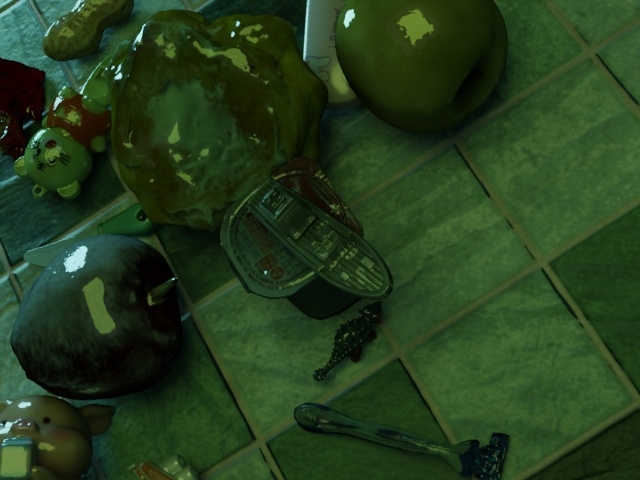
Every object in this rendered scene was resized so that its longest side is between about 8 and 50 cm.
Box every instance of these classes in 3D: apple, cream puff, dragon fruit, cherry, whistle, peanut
[{"bbox_3d":[0.152,-0.290,1.722,0.262,0.262,0.262,-6,69,16],"label":"apple"},{"bbox_3d":[-0.157,-0.209,1.804,0.378,0.275,0.378,3,101,17],"label":"cream puff"},{"bbox_3d":[-0.557,-0.228,2.041,0.092,0.122,0.192,-38,59,46],"label":"dragon fruit"},{"bbox_3d":[-0.332,0.118,1.741,0.296,0.218,0.255,-20,70,14],"label":"cherry"},{"bbox_3d":[-0.417,-0.196,1.949,0.131,0.106,0.288,25,79,17],"label":"whistle"},{"bbox_3d":[-0.414,-0.391,2.036,0.193,0.089,0.089,-45,64,-2],"label":"peanut"}]

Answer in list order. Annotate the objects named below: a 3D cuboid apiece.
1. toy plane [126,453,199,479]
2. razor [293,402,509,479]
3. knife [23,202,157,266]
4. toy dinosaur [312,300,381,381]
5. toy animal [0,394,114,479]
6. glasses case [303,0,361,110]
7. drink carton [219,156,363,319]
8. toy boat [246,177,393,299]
[{"bbox_3d":[-0.219,0.430,1.645,0.245,0.117,0.244,-7,67,16],"label":"toy plane"},{"bbox_3d":[0.103,0.282,1.633,0.324,0.056,0.093,12,76,22],"label":"razor"},{"bbox_3d":[-0.386,0.004,1.911,0.260,0.034,0.063,-22,72,16],"label":"knife"},{"bbox_3d":[0.044,0.152,1.700,0.049,0.055,0.154,37,82,22],"label":"toy dinosaur"},{"bbox_3d":[-0.436,0.352,1.687,0.195,0.213,0.256,4,73,3],"label":"toy animal"},{"bbox_3d":[0.033,-0.354,1.882,0.113,0.075,0.296,-2,70,14],"label":"glasses case"},{"bbox_3d":[-0.026,0.015,1.698,0.191,0.189,0.185,-37,64,2],"label":"drink carton"},{"bbox_3d":[0.000,0.000,1.541,0.260,0.085,0.078,38,85,30],"label":"toy boat"}]
